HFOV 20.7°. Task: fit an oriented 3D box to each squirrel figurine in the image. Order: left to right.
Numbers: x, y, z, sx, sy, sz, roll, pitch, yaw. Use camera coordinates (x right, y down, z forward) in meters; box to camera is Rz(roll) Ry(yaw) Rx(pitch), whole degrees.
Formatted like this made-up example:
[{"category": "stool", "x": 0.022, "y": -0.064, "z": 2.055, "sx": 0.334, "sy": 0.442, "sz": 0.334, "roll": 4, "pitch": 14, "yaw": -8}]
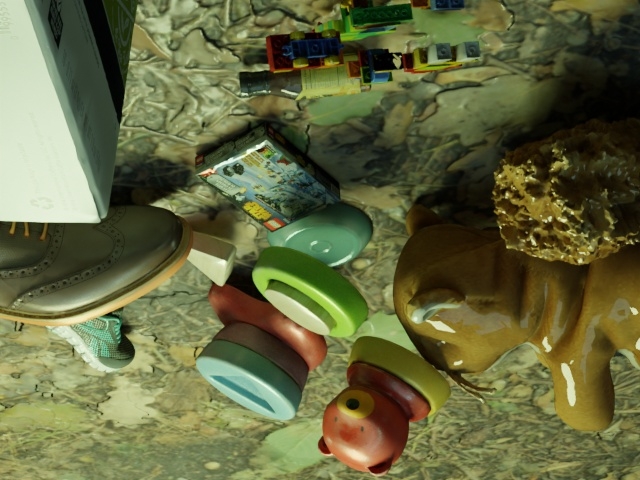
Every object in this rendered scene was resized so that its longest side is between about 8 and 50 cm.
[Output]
[{"category": "squirrel figurine", "x": 0.266, "y": 0.011, "z": 1.845, "sx": 0.370, "sy": 0.281, "sz": 0.397, "roll": 6, "pitch": 131, "yaw": 3}]

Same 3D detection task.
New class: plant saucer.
[{"category": "plant saucer", "x": 0.000, "y": 0.000, "z": 1.953, "sx": 0.119, "sy": 0.021, "sz": 0.119, "roll": -3, "pitch": 145, "yaw": -2}]

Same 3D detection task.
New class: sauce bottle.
[{"category": "sauce bottle", "x": -0.015, "y": -0.158, "z": 1.706, "sx": 0.128, "sy": 0.042, "sz": 0.042, "roll": -5, "pitch": 146, "yaw": 5}]

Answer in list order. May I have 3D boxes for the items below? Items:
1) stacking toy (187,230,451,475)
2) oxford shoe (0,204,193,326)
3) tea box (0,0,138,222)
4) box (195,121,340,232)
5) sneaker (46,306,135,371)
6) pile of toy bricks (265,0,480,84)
[{"category": "stacking toy", "x": -0.045, "y": 0.128, "z": 1.917, "sx": 0.309, "sy": 0.130, "sz": 0.279, "roll": 12, "pitch": 152, "yaw": 41}, {"category": "oxford shoe", "x": -0.318, "y": 0.008, "z": 1.844, "sx": 0.363, "sy": 0.130, "sz": 0.133, "roll": -10, "pitch": 137, "yaw": 6}, {"category": "tea box", "x": -0.259, "y": -0.229, "z": 1.208, "sx": 0.220, "sy": 0.323, "sz": 0.329, "roll": 1, "pitch": 152, "yaw": 4}, {"category": "box", "x": -0.055, "y": -0.065, "z": 1.848, "sx": 0.094, "sy": 0.027, "sz": 0.137, "roll": -25, "pitch": 140, "yaw": 25}, {"category": "sneaker", "x": -0.255, "y": 0.098, "z": 2.036, "sx": 0.076, "sy": 0.065, "sz": 0.166, "roll": -23, "pitch": 143, "yaw": 19}, {"category": "pile of toy bricks", "x": 0.032, "y": -0.199, "z": 1.618, "sx": 0.212, "sy": 0.118, "sz": 0.105, "roll": -6, "pitch": 178, "yaw": -26}]
